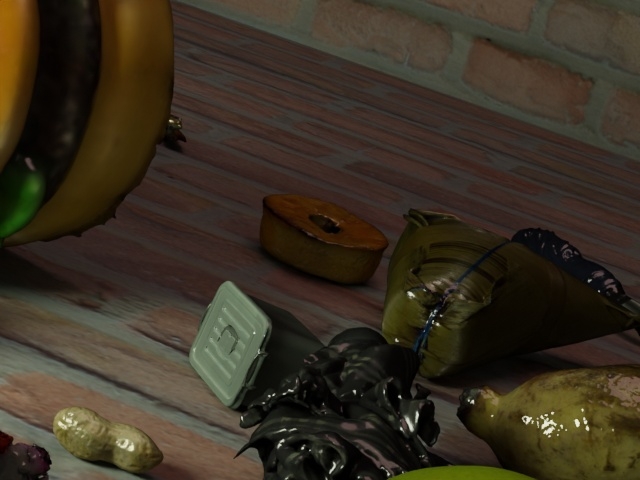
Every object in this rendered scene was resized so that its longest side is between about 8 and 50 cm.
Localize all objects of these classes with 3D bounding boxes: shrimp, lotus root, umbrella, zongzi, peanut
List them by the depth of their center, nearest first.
[{"bbox_3d":[-0.153,0.144,1.343,0.083,0.037,0.037,15,13,1],"label":"peanut"},{"bbox_3d":[0.037,0.136,1.374,0.154,0.128,0.336,21,18,10],"label":"umbrella"},{"bbox_3d":[0.219,0.161,1.544,0.214,0.138,0.138,6,12,10],"label":"lotus root"},{"bbox_3d":[0.203,0.083,1.852,0.289,0.123,0.260,20,18,-3],"label":"zongzi"},{"bbox_3d":[0.321,0.049,2.219,0.071,0.071,0.248,6,16,-39],"label":"umbrella"},{"bbox_3d":[-0.231,-0.159,2.422,0.132,0.051,0.187,6,14,-37],"label":"shrimp"}]

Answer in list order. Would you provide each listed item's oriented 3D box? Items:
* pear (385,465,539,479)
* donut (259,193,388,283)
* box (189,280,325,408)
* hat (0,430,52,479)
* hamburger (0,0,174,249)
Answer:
[{"bbox_3d":[0.101,0.221,1.060,0.220,0.187,0.187,24,9,-27],"label":"pear"},{"bbox_3d":[0.000,0.000,2.053,0.152,0.058,0.152,16,14,-4],"label":"donut"},{"bbox_3d":[-0.052,0.095,1.574,0.069,0.084,0.122,20,11,-29],"label":"box"},{"bbox_3d":[-0.257,0.114,1.184,0.227,0.140,0.129,21,17,-45],"label":"hat"},{"bbox_3d":[-0.338,-0.166,1.655,0.396,0.395,0.277,25,15,31],"label":"hamburger"}]
